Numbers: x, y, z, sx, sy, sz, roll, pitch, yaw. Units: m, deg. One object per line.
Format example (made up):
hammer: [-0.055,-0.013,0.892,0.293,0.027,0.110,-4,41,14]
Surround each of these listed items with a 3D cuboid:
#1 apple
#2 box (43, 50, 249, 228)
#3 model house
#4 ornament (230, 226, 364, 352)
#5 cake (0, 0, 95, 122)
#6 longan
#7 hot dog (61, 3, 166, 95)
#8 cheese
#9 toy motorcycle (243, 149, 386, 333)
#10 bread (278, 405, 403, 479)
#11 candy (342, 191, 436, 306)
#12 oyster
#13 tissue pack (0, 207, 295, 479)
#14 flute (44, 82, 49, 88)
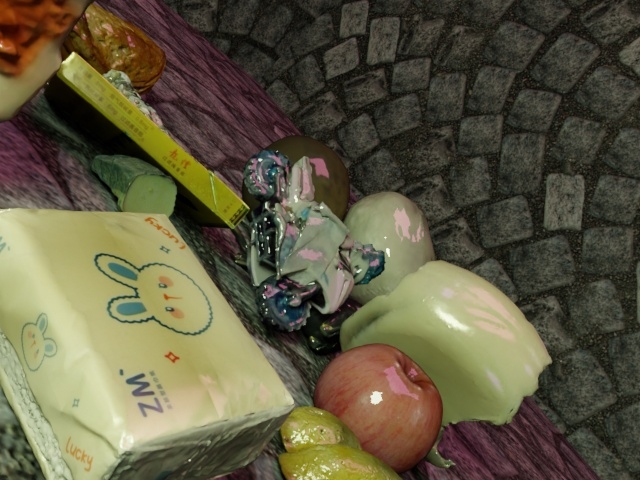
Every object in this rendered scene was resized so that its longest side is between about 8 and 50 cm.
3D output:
apple: [0.068,0.186,0.858,0.153,0.120,0.153,44,10,-10]
box: [-0.224,-0.116,0.964,0.279,0.041,0.153,42,-15,-20]
model house: [-0.223,-0.065,0.901,0.083,0.066,0.078,31,11,35]
ornament: [-0.031,0.053,1.119,0.236,0.080,0.202,48,14,16]
cake: [-0.336,-0.216,0.508,0.230,0.237,0.309,53,10,24]
longan: [-0.043,-0.084,1.313,0.196,0.196,0.220,44,8,-10]
hot dog: [-0.349,-0.301,1.162,0.175,0.114,0.259,44,8,21]
cheese: [0.148,0.154,0.963,0.233,0.266,0.127,51,49,2]
toy motorcycle: [-0.003,0.002,1.005,0.204,0.239,0.108,4,-5,-31]
bread: [0.033,0.224,0.744,0.187,0.065,0.149,39,6,-24]
candy: [0.111,0.052,1.342,0.295,0.185,0.296,-10,90,-86]
oyster: [-0.255,-0.159,1.096,0.177,0.064,0.125,53,0,-29]
tissue pack: [-0.129,0.070,0.506,0.148,0.092,0.196,-2,46,-50]
flute: [-0.415,-0.260,0.993,0.269,0.014,0.014,44,10,-7]
